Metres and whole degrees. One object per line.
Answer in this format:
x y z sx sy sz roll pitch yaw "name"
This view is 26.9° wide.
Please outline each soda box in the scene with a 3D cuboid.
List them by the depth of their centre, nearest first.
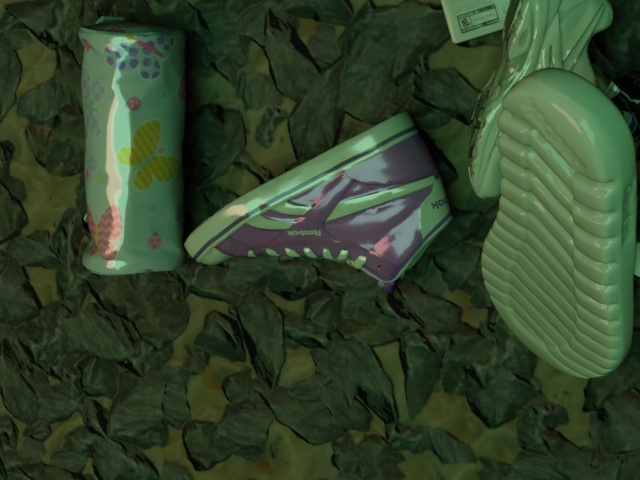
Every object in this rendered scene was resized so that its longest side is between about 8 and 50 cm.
0.282 -0.112 1.185 0.053 0.169 0.060 34 111 14 "soda box"

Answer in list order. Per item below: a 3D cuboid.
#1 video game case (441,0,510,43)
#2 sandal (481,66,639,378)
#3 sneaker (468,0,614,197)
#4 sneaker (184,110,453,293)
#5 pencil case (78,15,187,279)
0.180 -0.278 1.276 0.157 0.019 0.143 -14 95 25 "video game case"
0.233 -0.004 1.163 0.102 0.416 0.169 -37 64 -16 "sandal"
0.210 -0.134 1.258 0.115 0.090 0.232 15 119 -4 "sneaker"
0.000 0.000 1.366 0.282 0.102 0.161 -25 94 25 "sneaker"
-0.199 -0.097 1.419 0.124 0.114 0.273 -151 60 -62 "pencil case"
